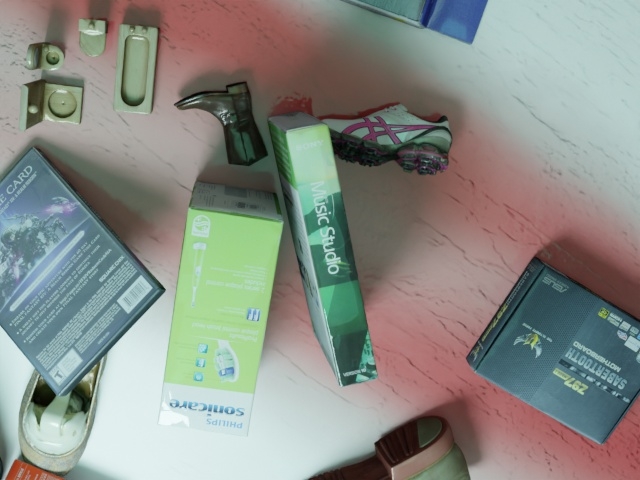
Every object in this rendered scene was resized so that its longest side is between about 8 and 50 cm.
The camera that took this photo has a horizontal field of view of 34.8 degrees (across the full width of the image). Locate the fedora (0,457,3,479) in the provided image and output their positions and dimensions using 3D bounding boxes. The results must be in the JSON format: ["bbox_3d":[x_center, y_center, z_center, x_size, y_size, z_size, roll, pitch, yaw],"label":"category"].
[{"bbox_3d":[-0.597,0.344,1.369,0.334,0.334,0.152,-45,66,6],"label":"fedora"}]

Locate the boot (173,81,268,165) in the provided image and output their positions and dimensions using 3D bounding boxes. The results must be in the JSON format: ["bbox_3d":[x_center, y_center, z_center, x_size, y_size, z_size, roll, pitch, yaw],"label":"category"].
[{"bbox_3d":[-0.133,-0.147,1.377,0.106,0.037,0.114,-13,107,1],"label":"boot"}]

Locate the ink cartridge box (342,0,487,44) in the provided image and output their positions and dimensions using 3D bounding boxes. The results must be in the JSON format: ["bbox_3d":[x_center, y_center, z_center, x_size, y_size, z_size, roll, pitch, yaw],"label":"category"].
[{"bbox_3d":[0.110,-0.444,1.313,0.307,0.072,0.303,18,100,-5],"label":"ink cartridge box"}]

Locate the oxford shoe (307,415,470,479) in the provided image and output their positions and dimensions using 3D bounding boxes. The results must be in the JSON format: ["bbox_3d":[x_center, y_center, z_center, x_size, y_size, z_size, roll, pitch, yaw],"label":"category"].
[{"bbox_3d":[0.057,0.392,1.461,0.348,0.123,0.130,-29,108,4],"label":"oxford shoe"}]

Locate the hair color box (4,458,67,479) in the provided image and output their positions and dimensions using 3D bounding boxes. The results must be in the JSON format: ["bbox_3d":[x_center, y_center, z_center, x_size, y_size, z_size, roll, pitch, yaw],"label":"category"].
[{"bbox_3d":[-0.374,0.384,1.445,0.167,0.053,0.093,24,127,-9],"label":"hair color box"}]

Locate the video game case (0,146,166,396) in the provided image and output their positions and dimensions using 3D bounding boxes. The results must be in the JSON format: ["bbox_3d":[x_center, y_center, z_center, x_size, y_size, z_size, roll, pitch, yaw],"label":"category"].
[{"bbox_3d":[-0.357,0.038,1.342,0.196,0.026,0.274,-46,73,6],"label":"video game case"}]

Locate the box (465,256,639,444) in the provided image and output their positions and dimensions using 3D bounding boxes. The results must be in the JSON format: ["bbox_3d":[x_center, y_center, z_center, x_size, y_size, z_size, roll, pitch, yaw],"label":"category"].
[{"bbox_3d":[0.354,0.159,1.461,0.233,0.059,0.183,31,99,-9],"label":"box"}]

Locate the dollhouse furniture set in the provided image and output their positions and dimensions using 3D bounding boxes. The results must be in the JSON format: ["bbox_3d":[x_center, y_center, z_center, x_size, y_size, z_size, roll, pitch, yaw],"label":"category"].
[{"bbox_3d":[-0.293,-0.209,1.305,0.151,0.123,0.144,6,102,-5],"label":"dollhouse furniture set"}]

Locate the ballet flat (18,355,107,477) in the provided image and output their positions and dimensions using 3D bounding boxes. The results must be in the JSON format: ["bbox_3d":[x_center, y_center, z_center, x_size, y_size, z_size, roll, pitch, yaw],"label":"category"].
[{"bbox_3d":[-0.352,0.199,1.397,0.108,0.106,0.316,14,101,-7],"label":"ballet flat"}]

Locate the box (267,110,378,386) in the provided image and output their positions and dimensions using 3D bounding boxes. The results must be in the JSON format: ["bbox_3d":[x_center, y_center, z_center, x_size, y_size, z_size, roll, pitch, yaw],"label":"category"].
[{"bbox_3d":[0.000,0.000,1.315,0.058,0.232,0.322,-14,103,-6],"label":"box"}]

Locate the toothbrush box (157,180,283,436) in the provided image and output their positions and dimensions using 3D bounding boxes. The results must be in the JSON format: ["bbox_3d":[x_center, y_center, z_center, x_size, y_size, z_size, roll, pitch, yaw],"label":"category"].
[{"bbox_3d":[-0.131,0.081,1.337,0.122,0.206,0.283,10,100,-7],"label":"toothbrush box"}]

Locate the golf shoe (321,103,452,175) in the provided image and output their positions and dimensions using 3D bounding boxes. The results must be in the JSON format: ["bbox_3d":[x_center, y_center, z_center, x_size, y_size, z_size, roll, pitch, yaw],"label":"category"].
[{"bbox_3d":[0.085,-0.144,1.384,0.186,0.067,0.086,10,70,-1],"label":"golf shoe"}]
